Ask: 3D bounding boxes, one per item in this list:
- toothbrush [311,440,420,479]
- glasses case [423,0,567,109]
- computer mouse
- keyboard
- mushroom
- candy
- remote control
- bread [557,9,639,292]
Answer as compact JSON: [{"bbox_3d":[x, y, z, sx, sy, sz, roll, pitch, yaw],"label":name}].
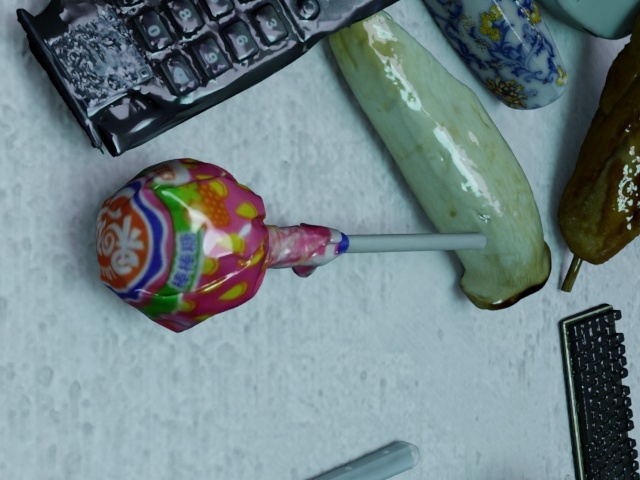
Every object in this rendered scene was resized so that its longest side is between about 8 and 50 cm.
[{"bbox_3d":[-0.043,0.228,0.783,0.342,0.025,0.030,-15,106,-38],"label":"toothbrush"},{"bbox_3d":[0.149,-0.227,0.909,0.248,0.087,0.065,49,65,-24],"label":"glasses case"},{"bbox_3d":[0.282,-0.299,0.971,0.159,0.097,0.288,-51,150,20],"label":"computer mouse"},{"bbox_3d":[0.326,0.234,1.085,0.106,0.027,0.317,-13,97,-38],"label":"keyboard"},{"bbox_3d":[0.121,-0.078,0.887,0.107,0.087,0.333,-45,114,-30],"label":"mushroom"},{"bbox_3d":[0.000,0.000,0.756,0.365,0.124,0.124,-2,90,-37],"label":"candy"},{"bbox_3d":[-0.029,-0.204,0.736,0.398,0.062,0.145,-34,101,-22],"label":"remote control"},{"bbox_3d":[0.324,-0.102,1.010,0.084,0.124,0.344,20,100,-14],"label":"bread"}]
